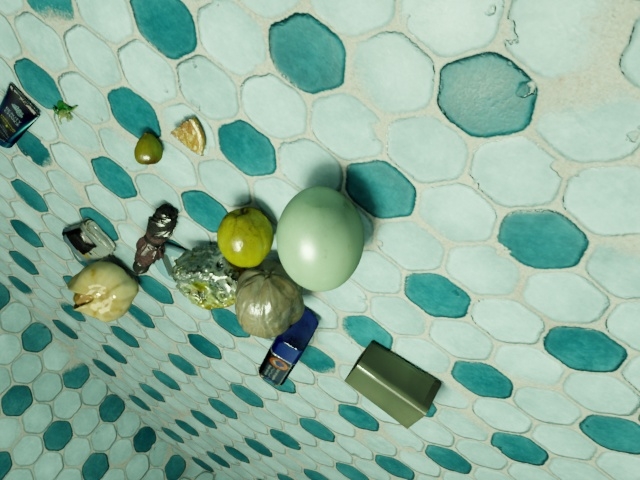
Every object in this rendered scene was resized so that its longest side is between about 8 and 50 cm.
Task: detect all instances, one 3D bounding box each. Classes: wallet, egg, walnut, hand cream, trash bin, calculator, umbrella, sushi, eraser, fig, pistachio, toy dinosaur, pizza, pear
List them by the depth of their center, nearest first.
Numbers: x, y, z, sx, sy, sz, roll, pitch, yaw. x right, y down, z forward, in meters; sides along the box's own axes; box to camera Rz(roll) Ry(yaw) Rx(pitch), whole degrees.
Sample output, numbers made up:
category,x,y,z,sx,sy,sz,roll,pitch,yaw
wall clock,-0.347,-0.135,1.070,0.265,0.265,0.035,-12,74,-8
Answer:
category,x,y,z,sx,sy,sz,roll,pitch,yaw
egg,0.000,0.000,1.361,0.202,0.203,0.283,19,141,21
pizza,-0.316,-0.269,1.461,0.100,0.029,0.099,33,137,-2
pear,-0.198,-0.013,1.557,0.148,0.149,0.162,19,134,21
fig,-0.454,-0.243,1.566,0.074,0.074,0.088,18,115,22
walnut,-0.142,0.167,1.668,0.224,0.224,0.224,22,143,18
toy dinosaur,-0.723,-0.369,1.677,0.119,0.029,0.060,-13,107,44
trash bin,0.211,0.426,1.766,0.240,0.122,0.164,34,145,5
sushi,-0.325,0.111,1.800,0.274,0.139,0.184,-9,131,28
hand cream,-0.949,-0.377,1.834,0.270,0.061,0.120,-26,109,43
umbrella,-0.524,0.007,1.860,0.094,0.090,0.326,53,134,17
eraser,-0.102,0.339,1.891,0.101,0.155,0.332,31,144,2
calculator,-0.475,0.086,1.991,0.302,0.042,0.188,19,143,21
wallet,-0.862,0.008,2.195,0.231,0.069,0.170,-11,120,45
pistachio,-0.824,0.190,2.238,0.321,0.238,0.229,-2,95,44

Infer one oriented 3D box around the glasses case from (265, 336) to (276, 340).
category,x,y,z,sx,sy,sz,roll,pitch,yaw
glasses case,-0.203,0.271,1.982,0.067,0.045,0.178,0,132,40
